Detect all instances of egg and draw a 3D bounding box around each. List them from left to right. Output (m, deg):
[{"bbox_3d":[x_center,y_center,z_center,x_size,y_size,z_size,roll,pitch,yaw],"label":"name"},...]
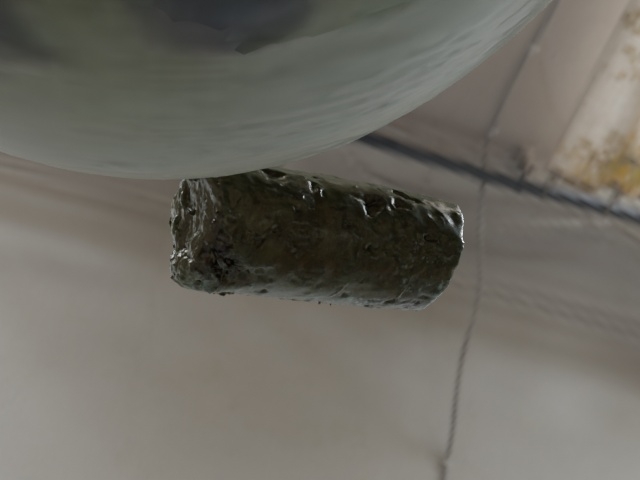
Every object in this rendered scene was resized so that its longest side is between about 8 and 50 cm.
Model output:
[{"bbox_3d":[-0.043,-0.198,0.482,0.345,0.428,0.345,-2,-125,3],"label":"egg"}]

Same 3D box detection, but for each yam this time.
[{"bbox_3d":[0.000,0.000,0.987,0.179,0.078,0.078,9,-133,-32],"label":"yam"}]
